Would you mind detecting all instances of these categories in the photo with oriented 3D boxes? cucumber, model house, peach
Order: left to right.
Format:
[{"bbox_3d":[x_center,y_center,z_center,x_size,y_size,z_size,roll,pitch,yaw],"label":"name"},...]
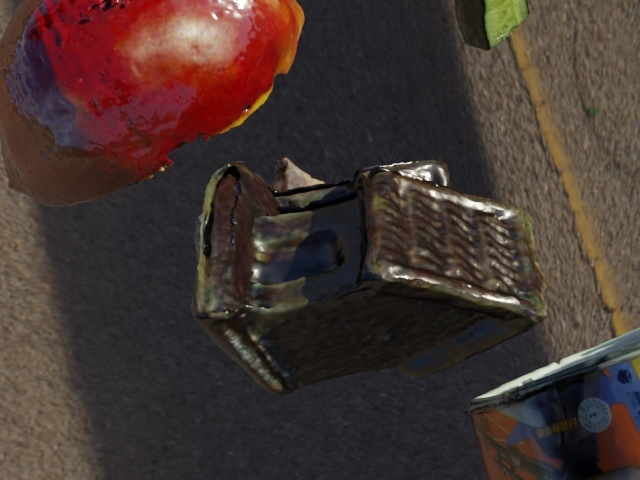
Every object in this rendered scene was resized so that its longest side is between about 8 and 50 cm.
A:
[{"bbox_3d":[-0.153,-0.131,0.732,0.267,0.158,0.154,-27,117,12],"label":"peach"},{"bbox_3d":[0.028,0.000,0.491,0.152,0.106,0.165,-10,42,8],"label":"model house"},{"bbox_3d":[0.152,-0.285,0.968,0.078,0.211,0.062,-44,55,-13],"label":"cucumber"}]

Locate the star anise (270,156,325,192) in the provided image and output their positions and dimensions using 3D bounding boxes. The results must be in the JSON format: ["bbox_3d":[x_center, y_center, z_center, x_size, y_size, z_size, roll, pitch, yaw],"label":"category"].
[{"bbox_3d":[0.007,0.008,0.634,0.129,0.124,0.056,37,57,-7],"label":"star anise"}]

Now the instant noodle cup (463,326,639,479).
[{"bbox_3d":[0.228,0.157,0.595,0.296,0.296,0.214,-24,80,9],"label":"instant noodle cup"}]
